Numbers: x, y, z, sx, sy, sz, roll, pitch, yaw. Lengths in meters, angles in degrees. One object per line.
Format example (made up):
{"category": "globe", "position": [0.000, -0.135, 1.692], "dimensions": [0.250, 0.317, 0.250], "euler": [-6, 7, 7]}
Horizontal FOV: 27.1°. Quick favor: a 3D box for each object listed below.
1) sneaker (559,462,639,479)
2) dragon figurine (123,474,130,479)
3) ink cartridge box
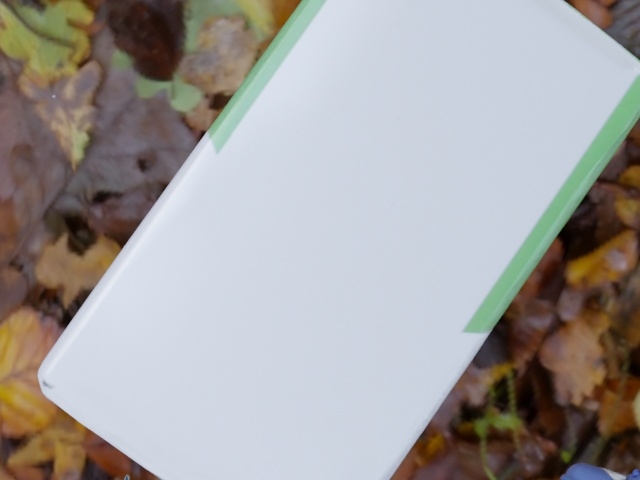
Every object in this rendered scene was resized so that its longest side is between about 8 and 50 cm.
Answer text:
{"category": "sneaker", "position": [0.385, 0.254, 1.305], "dimensions": [0.296, 0.112, 0.131], "euler": [14, 86, 27]}
{"category": "dragon figurine", "position": [-0.187, 0.303, 0.917], "dimensions": [0.289, 0.144, 0.085], "euler": [-44, 128, -30]}
{"category": "ink cartridge box", "position": [0.000, 0.000, 0.556], "dimensions": [0.117, 0.278, 0.201], "euler": [35, 86, -3]}
